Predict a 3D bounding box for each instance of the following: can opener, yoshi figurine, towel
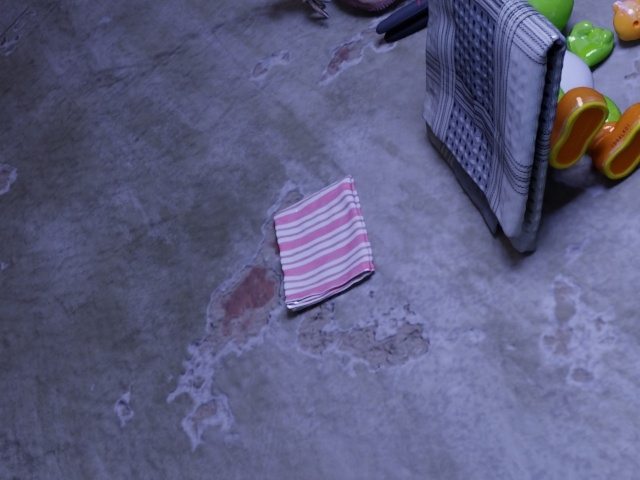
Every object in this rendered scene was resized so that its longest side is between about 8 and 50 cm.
[{"bbox_3d":[0.171,-0.369,1.423,0.186,0.059,0.073,-15,53,28],"label":"can opener"},{"bbox_3d":[0.300,-0.250,1.165,0.203,0.204,0.362,-25,43,-1],"label":"yoshi figurine"},{"bbox_3d":[0.000,0.000,1.313,0.144,0.029,0.197,-27,47,18],"label":"towel"},{"bbox_3d":[0.194,-0.182,1.111,0.056,0.324,0.312,-17,44,-11],"label":"towel"}]

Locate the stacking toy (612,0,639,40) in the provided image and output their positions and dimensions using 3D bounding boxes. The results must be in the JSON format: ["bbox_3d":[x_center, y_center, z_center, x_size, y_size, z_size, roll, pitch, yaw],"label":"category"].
[{"bbox_3d":[0.481,-0.397,1.166,0.302,0.175,0.166,-59,15,12],"label":"stacking toy"}]

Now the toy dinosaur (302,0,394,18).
[{"bbox_3d":[0.058,-0.455,1.534,0.295,0.127,0.200,37,93,34],"label":"toy dinosaur"}]
